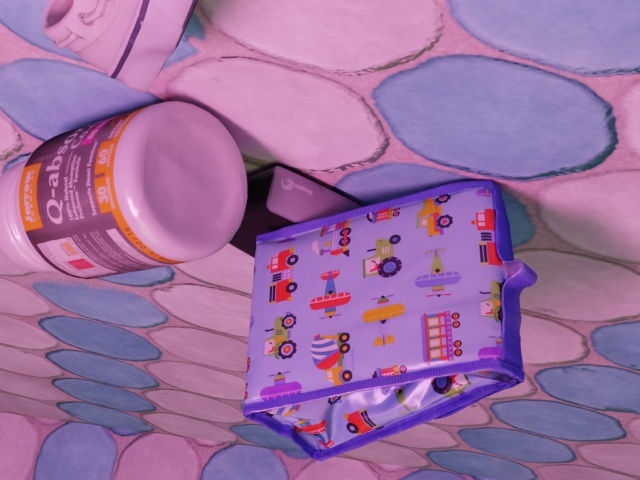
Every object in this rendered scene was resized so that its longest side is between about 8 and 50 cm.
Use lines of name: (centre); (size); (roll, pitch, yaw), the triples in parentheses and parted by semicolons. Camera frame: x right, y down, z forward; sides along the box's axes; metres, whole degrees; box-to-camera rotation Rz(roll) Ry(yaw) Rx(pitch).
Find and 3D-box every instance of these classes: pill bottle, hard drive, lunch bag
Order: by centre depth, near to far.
lunch bag: (0.079, 0.067, 1.225); (0.293, 0.221, 0.138); (-22, 139, 30)
pill bottle: (-0.221, -0.044, 1.277); (0.278, 0.162, 0.162); (-10, 149, 44)
hard drive: (0.000, 0.000, 1.407); (0.255, 0.054, 0.172); (27, 155, -32)

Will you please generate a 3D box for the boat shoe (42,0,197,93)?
boat shoe: (-0.156, -0.220, 0.870); (0.156, 0.136, 0.367); (21, 167, -13)
